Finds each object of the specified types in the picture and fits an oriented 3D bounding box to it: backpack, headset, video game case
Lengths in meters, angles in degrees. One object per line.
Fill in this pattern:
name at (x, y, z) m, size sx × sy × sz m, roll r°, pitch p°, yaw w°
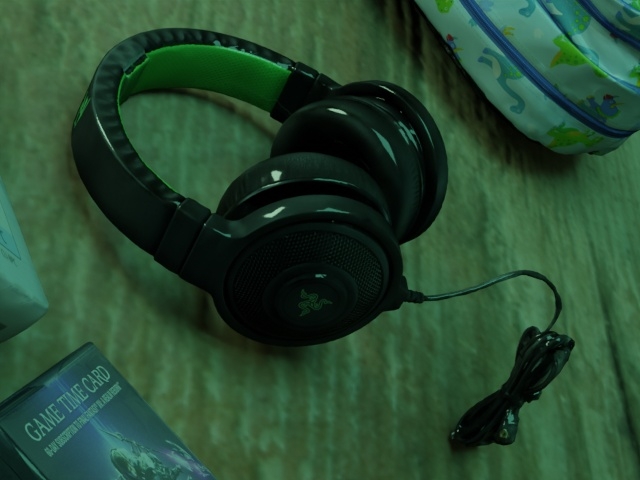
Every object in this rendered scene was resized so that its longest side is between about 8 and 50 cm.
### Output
backpack at (0.216, -0.252, 1.243) m, size 0.290 × 0.273 × 0.356 m, roll -9°, pitch 78°, yaw -54°
headset at (0.000, 0.000, 0.928) m, size 0.394 × 0.185 × 0.243 m, roll 31°, pitch 36°, yaw 1°
video game case at (-0.065, 0.179, 0.697) m, size 0.274 × 0.026 × 0.196 m, roll 47°, pitch 7°, yaw -1°

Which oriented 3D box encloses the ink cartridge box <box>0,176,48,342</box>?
ink cartridge box at (-0.285, -0.147, 0.647) m, size 0.308 × 0.091 × 0.385 m, roll 60°, pitch 6°, yaw -71°
